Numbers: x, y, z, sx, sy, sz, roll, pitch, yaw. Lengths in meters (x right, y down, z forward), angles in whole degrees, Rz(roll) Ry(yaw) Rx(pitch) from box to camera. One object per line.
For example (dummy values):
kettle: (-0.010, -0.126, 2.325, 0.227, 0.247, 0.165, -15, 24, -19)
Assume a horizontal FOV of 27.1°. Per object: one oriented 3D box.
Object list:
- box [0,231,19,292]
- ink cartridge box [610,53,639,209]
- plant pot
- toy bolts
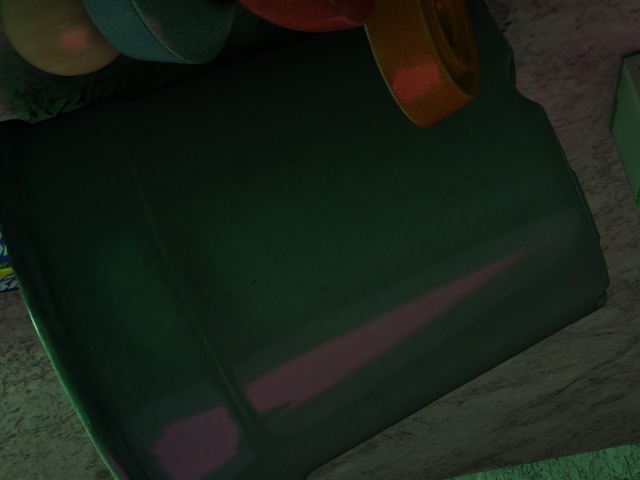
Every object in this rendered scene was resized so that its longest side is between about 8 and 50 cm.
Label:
box: (-0.281, 0.011, 1.094, 0.169, 0.059, 0.054, -10, 160, -13)
ink cartridge box: (0.376, -0.120, 1.175, 0.212, 0.093, 0.154, -15, 160, 3)
plant pot: (0.000, 0.000, 0.937, 0.334, 0.341, 0.341, -25, 158, 2)
toy bolts: (-0.042, -0.124, 0.631, 0.159, 0.218, 0.228, -16, -161, 23)
